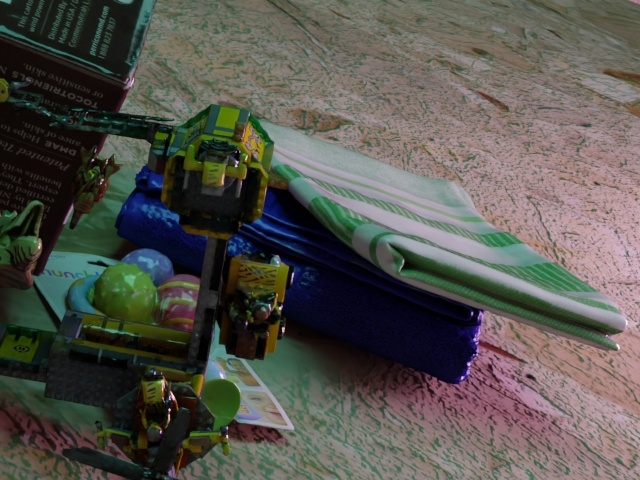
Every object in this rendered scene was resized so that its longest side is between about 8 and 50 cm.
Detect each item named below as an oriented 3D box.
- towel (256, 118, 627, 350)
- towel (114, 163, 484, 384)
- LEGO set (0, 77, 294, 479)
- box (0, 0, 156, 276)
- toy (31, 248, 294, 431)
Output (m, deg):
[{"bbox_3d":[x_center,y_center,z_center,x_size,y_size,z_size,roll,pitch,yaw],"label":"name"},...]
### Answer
[{"bbox_3d":[0.084,-0.015,1.411,0.248,0.038,0.325,18,14,-27],"label":"towel"},{"bbox_3d":[0.000,0.000,1.422,0.308,0.076,0.227,25,19,1],"label":"towel"},{"bbox_3d":[-0.178,0.030,0.971,0.331,0.255,0.192,17,22,-5],"label":"LEGO set"},{"bbox_3d":[-0.217,-0.120,1.130,0.167,0.203,0.168,20,46,-12],"label":"box"},{"bbox_3d":[-0.116,0.051,1.233,0.137,0.056,0.237,10,25,-32],"label":"toy"}]
